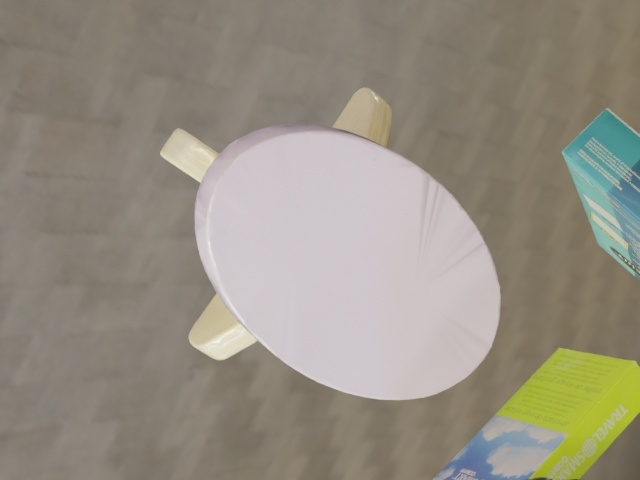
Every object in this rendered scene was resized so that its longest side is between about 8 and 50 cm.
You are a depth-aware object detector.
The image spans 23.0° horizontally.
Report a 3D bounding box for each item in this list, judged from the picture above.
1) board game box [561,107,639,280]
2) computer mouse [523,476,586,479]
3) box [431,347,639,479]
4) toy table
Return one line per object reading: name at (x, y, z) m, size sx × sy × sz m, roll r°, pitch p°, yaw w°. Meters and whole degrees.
board game box at (0.427, 0.005, 1.878) m, size 0.079 × 0.254 × 0.336 m, roll -45°, pitch 156°, yaw -1°
computer mouse at (0.137, 0.314, 1.147) m, size 0.072 × 0.189 × 0.272 m, roll 48°, pitch 38°, yaw -71°
box at (0.173, 0.163, 1.257) m, size 0.178 × 0.109 × 0.042 m, roll -43°, pitch 110°, yaw -19°
toy table at (0.000, 0.000, 1.217) m, size 0.252 × 0.161 × 0.274 m, roll -46°, pitch 119°, yaw -7°
